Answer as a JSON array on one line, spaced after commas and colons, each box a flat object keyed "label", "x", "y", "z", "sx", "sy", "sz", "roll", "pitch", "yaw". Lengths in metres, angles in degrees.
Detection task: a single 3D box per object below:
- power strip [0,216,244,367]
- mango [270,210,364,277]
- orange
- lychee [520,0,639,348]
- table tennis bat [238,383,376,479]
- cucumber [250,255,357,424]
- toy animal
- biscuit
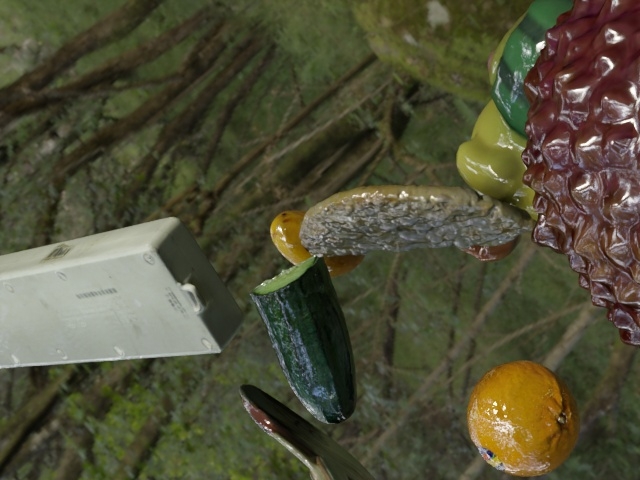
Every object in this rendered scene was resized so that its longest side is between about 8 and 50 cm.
[{"label": "power strip", "x": -0.221, "y": 0.055, "z": 0.735, "sx": 0.367, "sy": 0.043, "sz": 0.106, "roll": -9, "pitch": 121, "yaw": 38}, {"label": "mango", "x": 0.002, "y": 0.003, "z": 1.303, "sx": 0.178, "sy": 0.090, "sz": 0.115, "roll": -4, "pitch": -125, "yaw": -55}, {"label": "orange", "x": 0.314, "y": 0.275, "z": 1.323, "sx": 0.177, "sy": 0.177, "sz": 0.155, "roll": 47, "pitch": 161, "yaw": 12}, {"label": "lychee", "x": 0.270, "y": -0.053, "z": 0.488, "sx": 0.330, "sy": 0.306, "sz": 0.306, "roll": -28, "pitch": 108, "yaw": 38}, {"label": "table tennis bat", "x": -0.002, "y": 0.196, "z": 0.760, "sx": 0.173, "sy": 0.022, "sz": 0.301, "roll": 38, "pitch": 176, "yaw": -9}, {"label": "cucumber", "x": -0.008, "y": 0.152, "z": 1.179, "sx": 0.063, "sy": 0.115, "sz": 0.244, "roll": -90, "pitch": -22, "yaw": -71}, {"label": "toy animal", "x": 0.266, "y": -0.116, "z": 0.921, "sx": 0.191, "sy": 0.216, "sz": 0.338, "roll": 39, "pitch": 145, "yaw": 23}, {"label": "biscuit", "x": 0.082, "y": -0.025, "z": 0.919, "sx": 0.289, "sy": 0.038, "sz": 0.141, "roll": -4, "pitch": 157, "yaw": 31}]
